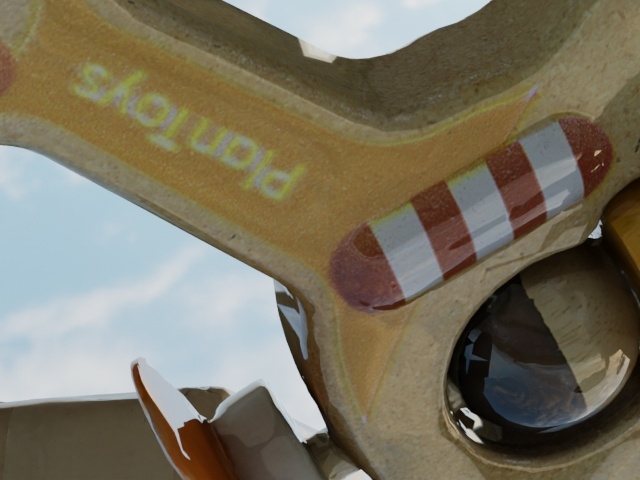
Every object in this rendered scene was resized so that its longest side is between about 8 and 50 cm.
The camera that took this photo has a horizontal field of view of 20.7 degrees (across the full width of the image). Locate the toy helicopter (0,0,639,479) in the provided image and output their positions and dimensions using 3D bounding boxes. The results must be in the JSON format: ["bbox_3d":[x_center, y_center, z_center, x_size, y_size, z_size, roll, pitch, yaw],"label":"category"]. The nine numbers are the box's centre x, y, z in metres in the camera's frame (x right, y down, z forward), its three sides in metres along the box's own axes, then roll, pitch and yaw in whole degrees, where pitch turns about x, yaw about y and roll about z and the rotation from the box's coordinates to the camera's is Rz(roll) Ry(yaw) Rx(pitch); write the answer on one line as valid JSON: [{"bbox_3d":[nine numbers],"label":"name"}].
[{"bbox_3d":[0.000,0.000,0.485,0.355,0.235,0.140,26,-158,-34],"label":"toy helicopter"}]

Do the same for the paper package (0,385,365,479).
[{"bbox_3d":[-0.080,0.261,0.999,0.168,0.325,0.309,-6,165,15],"label":"paper package"}]
